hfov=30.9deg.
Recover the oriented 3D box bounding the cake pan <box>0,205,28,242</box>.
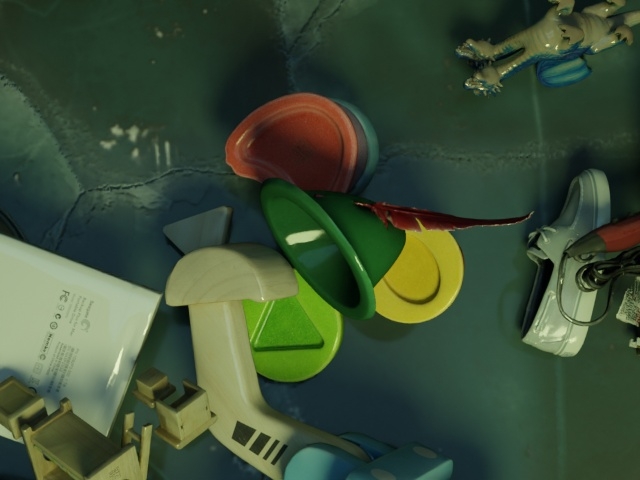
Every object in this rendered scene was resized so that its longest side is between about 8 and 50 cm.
[{"bbox_3d":[-0.467,0.063,1.304,0.293,0.054,0.293,1,80,-4],"label":"cake pan"}]

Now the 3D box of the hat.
[{"bbox_3d":[0.068,-0.029,1.238,0.183,0.173,0.208,-37,82,-19],"label":"hat"}]

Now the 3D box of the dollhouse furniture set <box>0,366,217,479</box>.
[{"bbox_3d":[-0.225,0.195,1.206,0.182,0.101,0.161,26,46,36],"label":"dollhouse furniture set"}]

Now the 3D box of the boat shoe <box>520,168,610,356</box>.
[{"bbox_3d":[0.283,0.020,1.360,0.081,0.079,0.227,13,82,-7],"label":"boat shoe"}]

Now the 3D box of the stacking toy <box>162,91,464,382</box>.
[{"bbox_3d":[0.000,0.000,1.354,0.279,0.130,0.309,-39,81,16],"label":"stacking toy"}]

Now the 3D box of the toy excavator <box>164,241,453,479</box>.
[{"bbox_3d":[-0.011,0.262,1.216,0.445,0.222,0.432,21,103,24],"label":"toy excavator"}]

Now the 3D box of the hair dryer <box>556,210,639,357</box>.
[{"bbox_3d":[0.383,-0.017,1.324,0.224,0.080,0.293,29,72,-42],"label":"hair dryer"}]

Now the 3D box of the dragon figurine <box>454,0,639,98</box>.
[{"bbox_3d":[0.302,-0.242,1.407,0.289,0.144,0.085,-12,78,-26],"label":"dragon figurine"}]

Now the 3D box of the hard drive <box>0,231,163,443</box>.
[{"bbox_3d":[-0.349,0.097,1.241,0.308,0.040,0.203,21,91,-1],"label":"hard drive"}]
